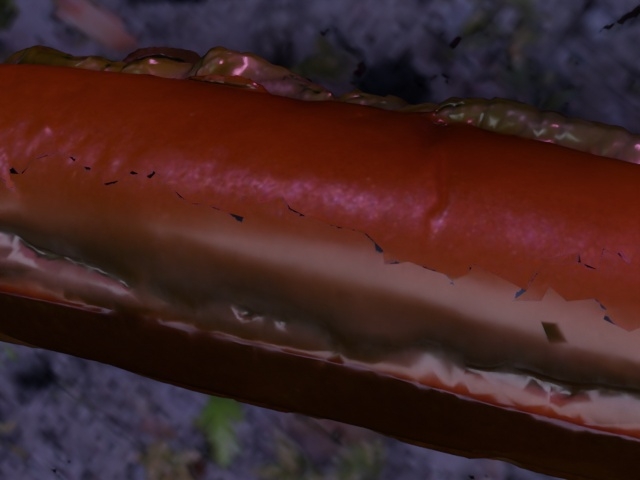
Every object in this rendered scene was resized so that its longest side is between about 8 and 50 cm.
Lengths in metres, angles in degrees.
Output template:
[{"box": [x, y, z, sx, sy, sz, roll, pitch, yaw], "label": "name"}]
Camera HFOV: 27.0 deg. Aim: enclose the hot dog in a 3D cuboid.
[{"box": [0.000, 0.000, 0.380, 0.337, 0.135, 0.100, 12, 82, 15], "label": "hot dog"}]
